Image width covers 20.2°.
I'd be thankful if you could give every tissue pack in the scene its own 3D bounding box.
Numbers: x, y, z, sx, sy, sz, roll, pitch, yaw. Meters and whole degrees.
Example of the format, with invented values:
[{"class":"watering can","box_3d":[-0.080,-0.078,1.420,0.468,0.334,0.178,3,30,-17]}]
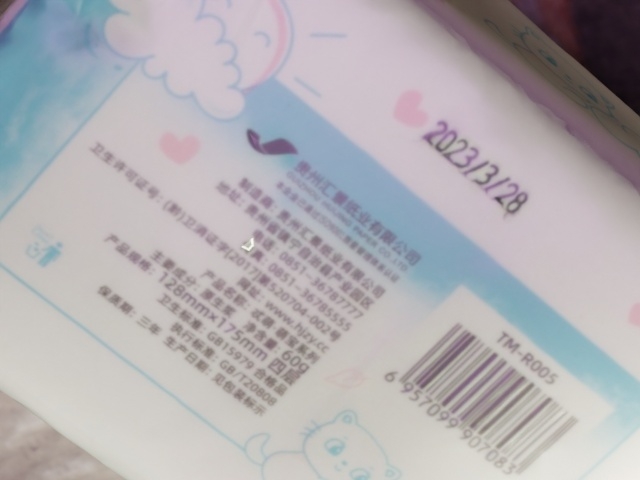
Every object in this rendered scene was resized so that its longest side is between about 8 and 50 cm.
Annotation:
[{"class":"tissue pack","box_3d":[0.002,-0.002,0.599,0.271,0.124,0.201,39,113,-14]}]
